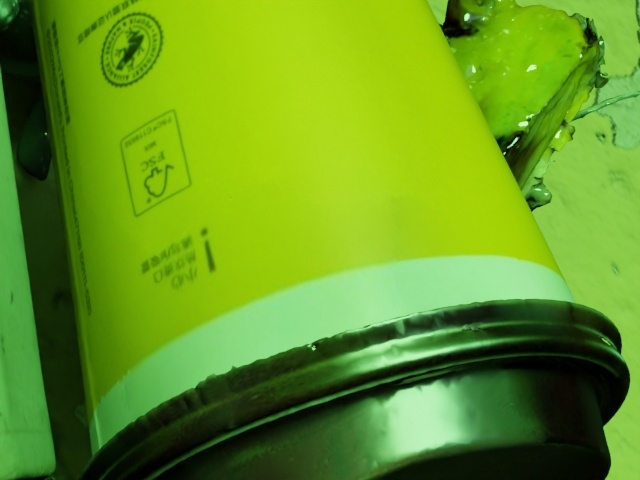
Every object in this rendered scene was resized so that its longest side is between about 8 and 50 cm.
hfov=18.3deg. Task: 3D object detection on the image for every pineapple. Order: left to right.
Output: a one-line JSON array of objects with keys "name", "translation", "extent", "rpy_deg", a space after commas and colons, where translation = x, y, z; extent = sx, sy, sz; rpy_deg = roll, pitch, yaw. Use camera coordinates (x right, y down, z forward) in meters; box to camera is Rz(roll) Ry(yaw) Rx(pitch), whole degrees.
[{"name": "pineapple", "translation": [0.001, 0.003, 0.906], "extent": [0.161, 0.158, 0.334], "rpy_deg": [25, 74, 26]}]

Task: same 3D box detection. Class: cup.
[{"name": "cup", "translation": [-0.012, -0.011, 0.718], "extent": [0.196, 0.196, 0.280], "rpy_deg": [3, 59, -38]}]

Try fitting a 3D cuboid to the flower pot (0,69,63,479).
[{"name": "flower pot", "translation": [-0.215, -0.019, 0.670], "extent": [0.290, 0.290, 0.259], "rpy_deg": [-9, 83, -42]}]

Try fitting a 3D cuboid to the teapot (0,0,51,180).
[{"name": "teapot", "translation": [-0.121, -0.144, 0.856], "extent": [0.162, 0.239, 0.149], "rpy_deg": [13, 43, 12]}]
